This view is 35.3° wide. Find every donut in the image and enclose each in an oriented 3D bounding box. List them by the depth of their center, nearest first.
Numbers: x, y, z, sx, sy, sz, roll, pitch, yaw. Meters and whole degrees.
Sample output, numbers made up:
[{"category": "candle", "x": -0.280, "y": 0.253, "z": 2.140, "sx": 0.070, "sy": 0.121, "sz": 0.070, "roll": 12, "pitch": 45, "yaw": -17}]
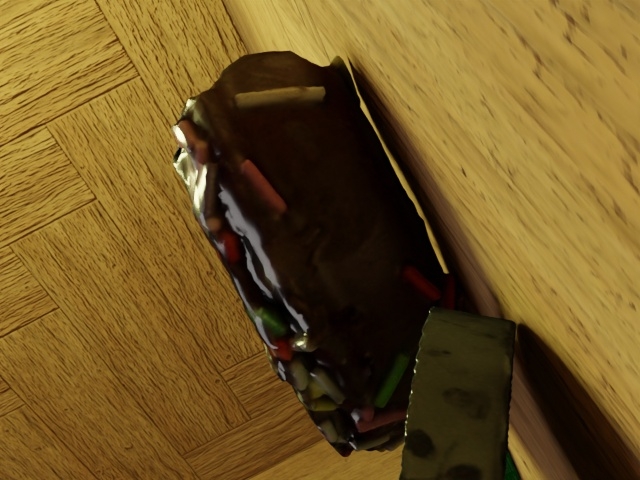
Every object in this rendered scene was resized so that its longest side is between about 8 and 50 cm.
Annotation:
[{"category": "donut", "x": 0.012, "y": 0.020, "z": 0.717, "sx": 0.259, "sy": 0.136, "sz": 0.345, "roll": 61, "pitch": 180, "yaw": 7}]

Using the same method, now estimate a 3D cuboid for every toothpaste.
[{"category": "toothpaste", "x": 0.164, "y": 0.201, "z": 0.921, "sx": 0.083, "sy": 0.020, "sz": 0.017, "roll": 63, "pitch": -178, "yaw": -37}]

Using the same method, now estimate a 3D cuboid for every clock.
[{"category": "clock", "x": 0.065, "y": 0.140, "z": 0.476, "sx": 0.215, "sy": 0.041, "sz": 0.215, "roll": 4, "pitch": -90, "yaw": -79}]
